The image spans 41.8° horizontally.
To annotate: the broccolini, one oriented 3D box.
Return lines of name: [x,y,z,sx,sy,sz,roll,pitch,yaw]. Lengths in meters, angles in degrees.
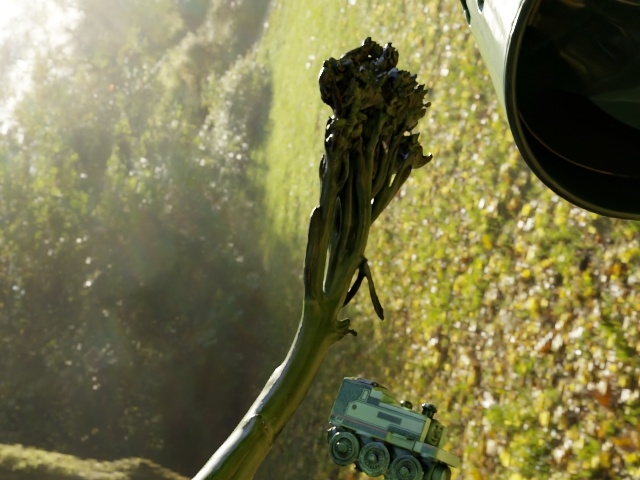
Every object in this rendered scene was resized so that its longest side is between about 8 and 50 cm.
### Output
broccolini: [-0.003,0.007,0.395,0.271,0.062,0.123,-63,-37,-33]

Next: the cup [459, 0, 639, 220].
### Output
cup: [0.304,-0.274,0.779,0.392,0.310,0.401,-98,31,-55]

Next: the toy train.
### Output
toy train: [0.042,0.114,0.487,0.083,0.033,0.053,10,73,38]
